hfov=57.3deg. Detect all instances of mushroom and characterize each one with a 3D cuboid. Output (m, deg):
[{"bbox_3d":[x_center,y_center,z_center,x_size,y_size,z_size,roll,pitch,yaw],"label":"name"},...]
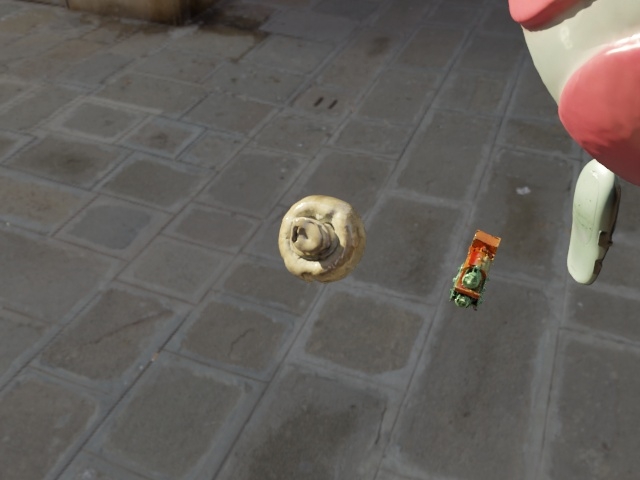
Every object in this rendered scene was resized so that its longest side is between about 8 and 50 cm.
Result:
[{"bbox_3d":[0.000,0.000,1.065,0.166,0.166,0.127,22,15,24],"label":"mushroom"}]

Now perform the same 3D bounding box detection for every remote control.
[{"bbox_3d":[0.452,-0.023,0.984,0.045,0.256,0.097,-13,39,-2],"label":"remote control"}]

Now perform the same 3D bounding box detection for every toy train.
[{"bbox_3d":[0.322,0.065,1.223,0.074,0.118,0.176,20,32,17],"label":"toy train"}]

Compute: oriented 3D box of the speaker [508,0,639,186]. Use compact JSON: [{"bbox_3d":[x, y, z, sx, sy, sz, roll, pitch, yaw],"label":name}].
[{"bbox_3d":[0.276,-0.163,0.374,0.295,0.294,0.294,0,40,0],"label":"speaker"}]
